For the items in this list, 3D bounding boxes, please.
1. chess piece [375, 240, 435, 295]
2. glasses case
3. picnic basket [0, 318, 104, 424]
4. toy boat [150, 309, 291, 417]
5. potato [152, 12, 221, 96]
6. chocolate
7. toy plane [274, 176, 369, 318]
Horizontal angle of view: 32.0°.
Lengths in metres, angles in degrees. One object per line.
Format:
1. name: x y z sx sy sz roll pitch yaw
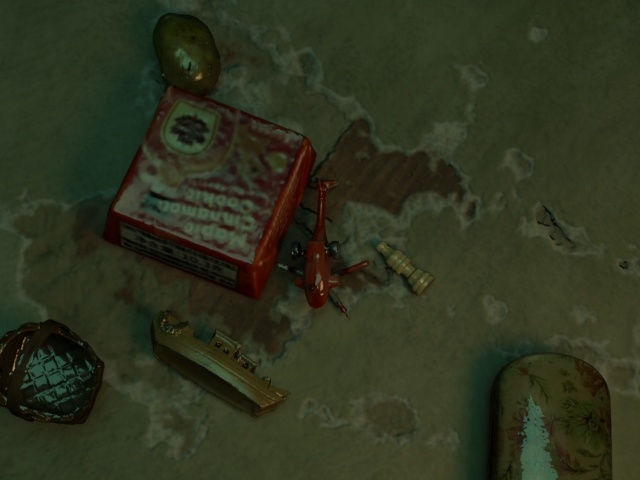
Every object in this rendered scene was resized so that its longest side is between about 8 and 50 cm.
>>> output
1. chess piece: 0.113 0.034 1.542 0.092 0.035 0.035 43 74 13
2. glasses case: 0.290 0.353 1.417 0.156 0.098 0.425 6 71 -5
3. picnic basket: -0.343 0.164 1.387 0.137 0.178 0.128 18 72 2
4. toy boat: -0.134 0.159 1.470 0.206 0.064 0.072 31 55 4
5. potato: -0.192 -0.269 1.595 0.091 0.070 0.138 -11 74 -24
6. chocolate: -0.148 -0.073 1.518 0.237 0.108 0.235 23 73 2
7. toy plane: 0.008 0.001 1.522 0.126 0.077 0.194 18 71 15
